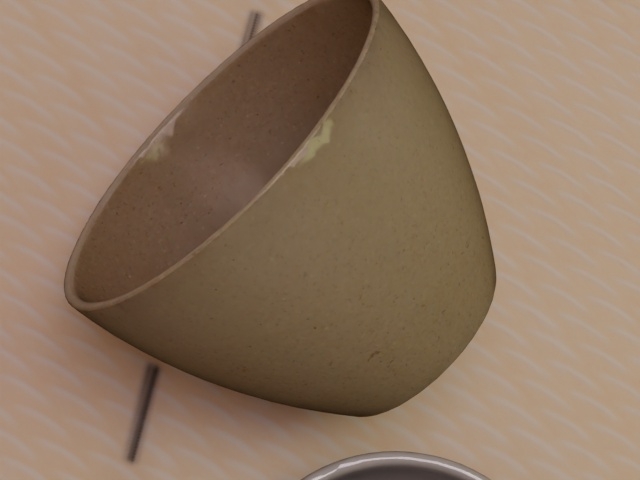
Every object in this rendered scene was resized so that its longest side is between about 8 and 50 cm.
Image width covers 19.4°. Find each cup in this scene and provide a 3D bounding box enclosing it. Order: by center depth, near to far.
[{"bbox_3d":[0.000,0.000,1.458,0.237,0.331,0.331,43,68,-20],"label":"cup"}]

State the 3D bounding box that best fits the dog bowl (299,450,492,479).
[{"bbox_3d":[0.055,0.301,1.442,0.265,0.104,0.265,3,70,-8],"label":"dog bowl"}]
